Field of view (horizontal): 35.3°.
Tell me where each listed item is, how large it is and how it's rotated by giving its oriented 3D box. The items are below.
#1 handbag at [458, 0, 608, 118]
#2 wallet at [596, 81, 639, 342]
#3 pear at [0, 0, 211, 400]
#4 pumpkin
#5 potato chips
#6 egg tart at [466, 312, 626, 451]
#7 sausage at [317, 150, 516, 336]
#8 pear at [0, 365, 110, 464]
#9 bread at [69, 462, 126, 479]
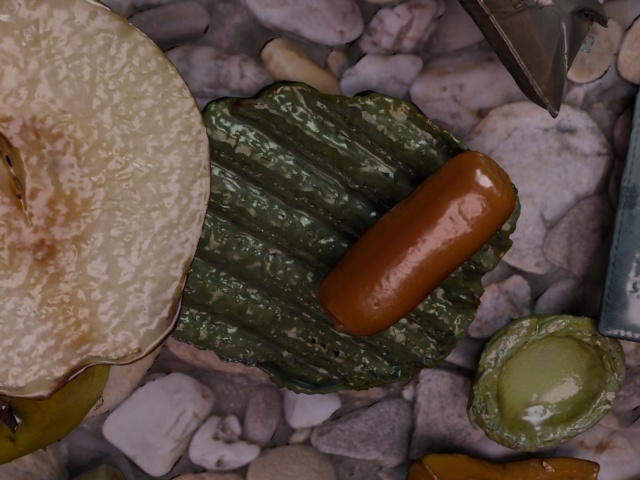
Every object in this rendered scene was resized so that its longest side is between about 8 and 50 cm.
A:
[{"bbox_3d":[0.189,-0.271,0.983,0.270,0.117,0.182,49,58,-21],"label":"handbag"},{"bbox_3d":[0.442,-0.017,1.083,0.251,0.054,0.290,10,102,12],"label":"wallet"},{"bbox_3d":[-0.285,-0.065,0.942,0.340,0.191,0.386,-18,113,-16],"label":"pear"},{"bbox_3d":[0.202,0.385,1.252,0.258,0.095,0.290,7,114,-14],"label":"pumpkin"},{"bbox_3d":[0.000,0.000,1.093,0.429,0.070,0.358,29,107,-16],"label":"potato chips"},{"bbox_3d":[0.260,0.160,1.182,0.197,0.078,0.197,-3,113,-7],"label":"egg tart"},{"bbox_3d":[0.095,0.008,1.023,0.238,0.098,0.098,-43,110,14],"label":"sausage"},{"bbox_3d":[-0.356,0.156,1.054,0.267,0.178,0.267,-1,108,-3],"label":"pear"},{"bbox_3d":[-0.268,0.346,1.158,0.141,0.134,0.148,-29,120,-1],"label":"bread"}]
